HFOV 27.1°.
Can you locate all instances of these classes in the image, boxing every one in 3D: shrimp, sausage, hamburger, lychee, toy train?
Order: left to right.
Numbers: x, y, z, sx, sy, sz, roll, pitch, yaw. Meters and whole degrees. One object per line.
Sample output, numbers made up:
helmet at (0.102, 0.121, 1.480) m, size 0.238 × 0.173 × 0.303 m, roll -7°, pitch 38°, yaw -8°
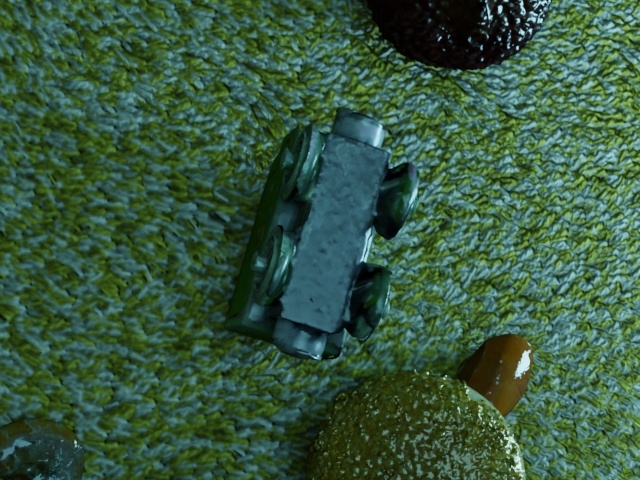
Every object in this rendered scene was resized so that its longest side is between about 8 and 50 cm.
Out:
shrimp at (-0.373, 0.288, 1.598) m, size 0.187 × 0.052 × 0.132 m, roll -13°, pitch 89°, yaw -21°
toy train at (0.000, 0.000, 1.640) m, size 0.173 × 0.249 × 0.307 m, roll 18°, pitch 79°, yaw -13°
hamburger at (0.121, 0.303, 1.656) m, size 0.276 × 0.179 × 0.294 m, roll -14°, pitch 94°, yaw 7°
lychee at (0.181, -0.353, 1.739) m, size 0.261 × 0.260 × 0.260 m, roll 2°, pitch 85°, yaw -18°
sausage at (0.220, 0.203, 1.780) m, size 0.089 × 0.089 × 0.179 m, roll 39°, pitch 70°, yaw -11°
